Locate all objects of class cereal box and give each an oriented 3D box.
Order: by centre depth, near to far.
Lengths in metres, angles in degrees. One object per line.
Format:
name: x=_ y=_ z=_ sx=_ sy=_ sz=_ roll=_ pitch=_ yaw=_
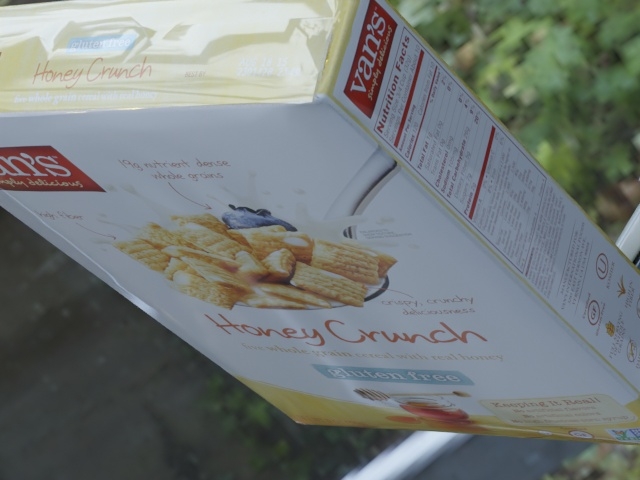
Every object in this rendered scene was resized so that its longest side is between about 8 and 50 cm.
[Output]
cereal box: x=0.000 y=0.000 z=0.630 sx=0.173 sy=0.240 sz=0.047 roll=0 pitch=63 yaw=37

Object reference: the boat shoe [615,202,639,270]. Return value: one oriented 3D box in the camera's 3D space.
boat shoe: x=0.190 y=-0.019 z=0.856 sx=0.254 sy=0.079 sz=0.095 roll=-61 pitch=-7 yaw=10
